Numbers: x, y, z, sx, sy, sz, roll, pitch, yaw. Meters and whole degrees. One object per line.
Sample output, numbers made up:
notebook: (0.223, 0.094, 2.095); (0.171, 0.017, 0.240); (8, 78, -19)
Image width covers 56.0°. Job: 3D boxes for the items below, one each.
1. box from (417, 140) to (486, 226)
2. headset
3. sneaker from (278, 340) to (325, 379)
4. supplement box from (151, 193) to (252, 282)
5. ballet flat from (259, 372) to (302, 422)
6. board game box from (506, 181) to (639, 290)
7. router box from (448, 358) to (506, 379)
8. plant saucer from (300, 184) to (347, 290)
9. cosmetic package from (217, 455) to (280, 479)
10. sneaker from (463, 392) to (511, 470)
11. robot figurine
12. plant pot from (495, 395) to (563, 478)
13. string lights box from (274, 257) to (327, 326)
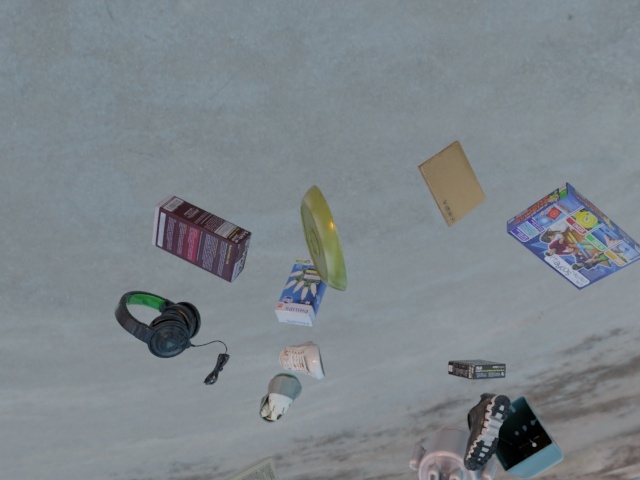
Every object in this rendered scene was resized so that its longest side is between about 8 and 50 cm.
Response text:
box: (0.389, -0.167, 1.759); (0.164, 0.201, 0.021); (-35, -167, -25)
headset: (-0.478, 0.308, 1.933); (0.394, 0.243, 0.185); (28, 104, -2)
sneaker: (-0.058, 0.366, 1.798); (0.123, 0.106, 0.290); (-11, 176, -9)
supplement box: (-0.303, -0.005, 1.522); (0.239, 0.073, 0.130); (26, 127, 10)
ballet flat: (-0.087, 0.347, 1.291); (0.072, 0.068, 0.213); (16, 148, -6)
board game box: (0.460, -0.002, 1.094); (0.201, 0.035, 0.136); (36, 132, -17)
router box: (0.409, 0.336, 1.571); (0.122, 0.038, 0.092); (5, 175, -32)
plant saucer: (0.000, 0.000, 1.307); (0.037, 0.241, 0.241); (-16, 153, -10)
cosmetic package: (-0.270, 0.818, 1.885); (0.309, 0.160, 0.113); (-9, 163, -47)
sneaker: (0.462, 0.543, 1.734); (0.078, 0.234, 0.106); (27, 174, -21)
robot figurine: (0.462, 0.783, 2.119); (0.300, 0.200, 0.353); (8, -168, 21)
plant pot: (0.633, 0.624, 1.842); (0.166, 0.165, 0.234); (-37, 132, 12)
string lights box: (-0.060, 0.189, 2.241); (0.133, 0.259, 0.077); (5, 137, 19)
